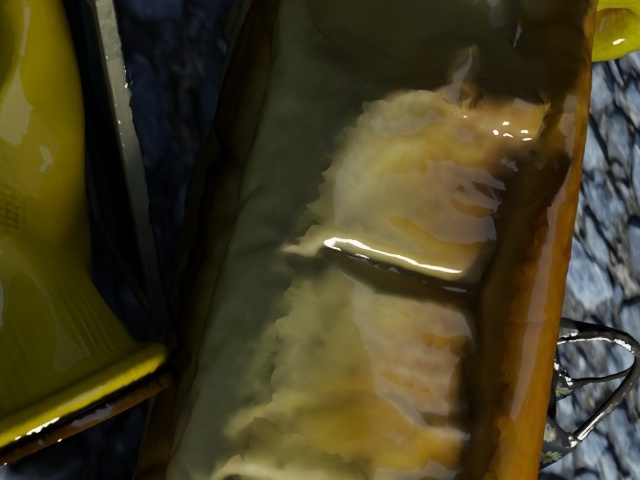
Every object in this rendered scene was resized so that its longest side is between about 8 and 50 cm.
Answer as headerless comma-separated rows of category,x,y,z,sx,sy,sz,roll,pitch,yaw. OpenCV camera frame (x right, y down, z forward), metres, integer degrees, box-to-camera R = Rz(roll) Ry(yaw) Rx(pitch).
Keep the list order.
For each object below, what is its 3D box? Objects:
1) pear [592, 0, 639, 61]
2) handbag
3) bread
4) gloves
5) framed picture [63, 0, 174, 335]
pear,0.187,-0.203,1.124,0.149,0.149,0.162,30,55,-45
handbag,0.111,0.075,0.925,0.115,0.139,0.072,46,36,-33
bread,0.030,0.023,0.739,0.183,0.236,0.388,14,86,-10
gloves,-0.165,-0.060,0.639,0.294,0.116,0.133,67,25,-1
framed picture,-0.089,-0.048,0.700,0.011,0.109,0.149,-17,120,-15
